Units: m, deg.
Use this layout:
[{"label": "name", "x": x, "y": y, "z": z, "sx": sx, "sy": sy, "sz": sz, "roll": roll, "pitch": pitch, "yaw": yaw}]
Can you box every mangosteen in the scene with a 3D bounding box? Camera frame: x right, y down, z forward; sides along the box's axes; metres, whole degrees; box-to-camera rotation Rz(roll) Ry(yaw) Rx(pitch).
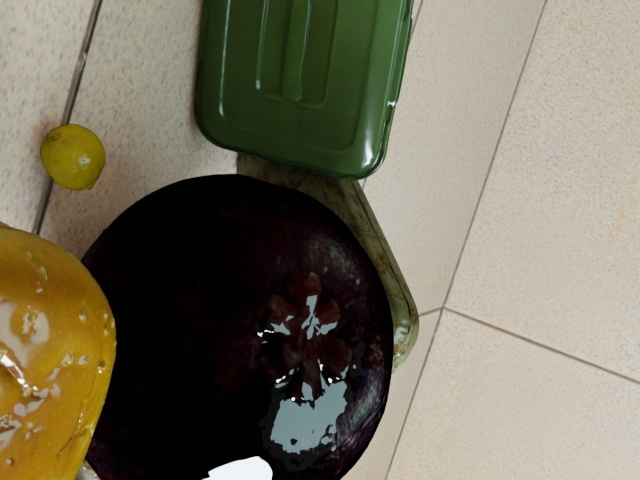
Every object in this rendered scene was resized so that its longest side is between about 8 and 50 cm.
[{"label": "mangosteen", "x": -0.125, "y": 0.125, "z": 1.200, "sx": 0.382, "sy": 0.435, "sz": 0.382, "roll": 7, "pitch": 77, "yaw": -33}]

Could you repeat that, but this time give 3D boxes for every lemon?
[{"label": "lemon", "x": -0.252, "y": -0.083, "z": 1.117, "sx": 0.065, "sy": 0.065, "sz": 0.092, "roll": -61, "pitch": 153, "yaw": -24}]

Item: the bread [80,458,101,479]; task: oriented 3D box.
[{"label": "bread", "x": -0.195, "y": 0.340, "z": 1.378, "sx": 0.149, "sy": 0.274, "sz": 0.274, "roll": -28, "pitch": 147, "yaw": -14}]

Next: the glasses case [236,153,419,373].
[{"label": "glasses case", "x": 0.000, "y": 0.000, "z": 1.422, "sx": 0.156, "sy": 0.425, "sz": 0.098, "roll": -41, "pitch": 141, "yaw": 23}]

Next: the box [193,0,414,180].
[{"label": "box", "x": -0.003, "y": -0.266, "z": 1.343, "sx": 0.178, "sy": 0.252, "sz": 0.329, "roll": -56, "pitch": 159, "yaw": -57}]

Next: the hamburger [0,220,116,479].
[{"label": "hamburger", "x": -0.311, "y": 0.123, "z": 0.903, "sx": 0.314, "sy": 0.170, "sz": 0.290, "roll": 7, "pitch": 102, "yaw": -49}]
